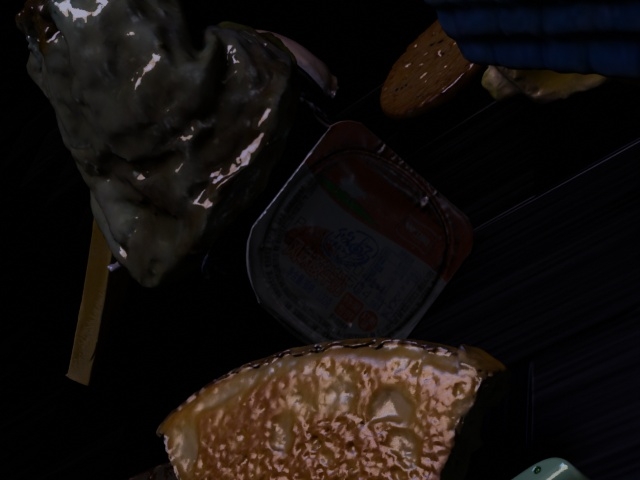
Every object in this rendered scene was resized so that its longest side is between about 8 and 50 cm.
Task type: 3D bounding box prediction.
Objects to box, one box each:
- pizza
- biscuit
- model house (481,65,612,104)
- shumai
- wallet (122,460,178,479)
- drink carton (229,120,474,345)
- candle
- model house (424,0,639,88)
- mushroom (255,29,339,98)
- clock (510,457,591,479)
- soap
[{"bbox_3d":[0.007,0.189,0.926,0.323,0.089,0.223,-15,64,33],"label":"pizza"},{"bbox_3d":[0.146,-0.211,1.408,0.188,0.027,0.188,-37,26,21],"label":"biscuit"},{"bbox_3d":[0.223,-0.250,1.164,0.234,0.175,0.193,-42,26,7],"label":"model house"},{"bbox_3d":[-0.193,-0.140,1.198,0.309,0.263,0.304,-14,44,55],"label":"shumai"},{"bbox_3d":[-0.126,0.299,0.996,0.122,0.031,0.232,-28,57,21],"label":"wallet"},{"bbox_3d":[0.000,0.000,1.167,0.191,0.185,0.189,-54,23,-8],"label":"drink carton"},{"bbox_3d":[-0.119,-0.071,1.451,0.330,0.187,0.187,-47,25,6],"label":"candle"},{"bbox_3d":[0.263,-0.310,0.752,0.395,0.400,0.445,28,105,65],"label":"model house"},{"bbox_3d":[-0.116,-0.229,1.691,0.236,0.173,0.162,-37,25,24],"label":"mushroom"},{"bbox_3d":[0.134,0.237,0.746,0.148,0.060,0.188,-41,27,15],"label":"clock"},{"bbox_3d":[-0.271,0.055,1.513,0.092,0.037,0.252,-60,-14,-68],"label":"soap"}]
